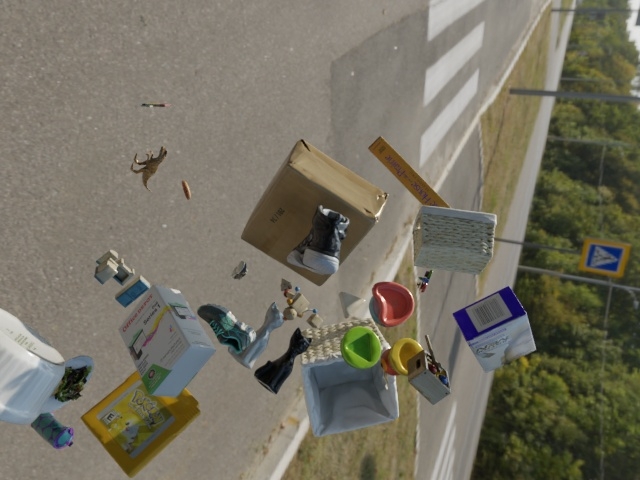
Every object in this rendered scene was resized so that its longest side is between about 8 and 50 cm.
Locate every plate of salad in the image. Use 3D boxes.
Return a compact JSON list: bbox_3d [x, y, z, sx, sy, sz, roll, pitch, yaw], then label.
[{"bbox_3d":[-0.740,0.425,1.540,0.200,0.048,0.199,-50,160,-25],"label":"plate of salad"}]

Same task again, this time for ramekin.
[{"bbox_3d":[-0.660,0.244,1.091,0.127,0.273,0.272,-51,150,-15],"label":"ramekin"}]

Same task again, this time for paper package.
[{"bbox_3d":[-0.024,-0.075,1.551,0.324,0.310,0.168,-53,-172,39],"label":"paper package"}]

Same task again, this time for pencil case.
[{"bbox_3d":[-0.790,0.555,1.557,0.070,0.152,0.064,-38,132,-40],"label":"pencil case"}]

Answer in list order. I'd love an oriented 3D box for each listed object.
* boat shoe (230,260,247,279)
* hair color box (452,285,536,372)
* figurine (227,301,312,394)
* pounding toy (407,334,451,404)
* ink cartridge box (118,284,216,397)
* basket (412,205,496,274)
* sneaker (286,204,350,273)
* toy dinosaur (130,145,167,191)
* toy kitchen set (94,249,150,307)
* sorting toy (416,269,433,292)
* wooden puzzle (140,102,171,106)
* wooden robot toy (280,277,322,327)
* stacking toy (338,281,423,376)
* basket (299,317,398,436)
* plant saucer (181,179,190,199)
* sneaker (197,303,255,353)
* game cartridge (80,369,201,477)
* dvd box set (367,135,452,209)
[{"bbox_3d":[-0.263,0.103,1.753,0.125,0.038,0.046,-42,-149,54],"label":"boat shoe"},{"bbox_3d":[0.539,0.283,1.616,0.339,0.185,0.110,47,17,-54],"label":"hair color box"},{"bbox_3d":[-0.143,0.320,1.602,0.209,0.092,0.214,-49,121,-21],"label":"figurine"},{"bbox_3d":[0.331,0.389,1.600,0.100,0.130,0.141,-42,-169,20],"label":"pounding toy"},{"bbox_3d":[-0.473,0.301,1.605,0.201,0.278,0.117,-50,144,9],"label":"ink cartridge box"},{"bbox_3d":[0.289,0.002,1.156,0.113,0.168,0.103,93,5,-62],"label":"basket"},{"bbox_3d":[0.000,0.000,1.307,0.153,0.101,0.269,-70,-166,-8],"label":"sneaker"},{"bbox_3d":[-0.605,-0.243,1.842,0.211,0.112,0.064,-47,-147,33],"label":"toy dinosaur"},{"bbox_3d":[-0.720,0.159,1.869,0.122,0.166,0.207,-39,119,-1],"label":"toy kitchen set"},{"bbox_3d":[0.402,0.152,2.052,0.101,0.042,0.061,-66,167,-1],"label":"sorting toy"},{"bbox_3d":[-0.347,-0.285,1.109,0.083,0.050,0.006,-105,-164,-72],"label":"wooden puzzle"},{"bbox_3d":[-0.072,0.181,1.377,0.079,0.076,0.173,-51,125,-24],"label":"wooden robot toy"},{"bbox_3d":[0.177,0.299,1.730,0.130,0.280,0.308,129,-40,-63],"label":"stacking toy"},{"bbox_3d":[0.095,0.495,1.965,0.266,0.332,0.328,-108,-172,-68],"label":"basket"},{"bbox_3d":[-0.548,-0.207,2.159,0.013,0.083,0.083,-18,124,-22],"label":"plant saucer"},{"bbox_3d":[-0.244,0.224,1.336,0.065,0.167,0.076,-53,-173,36],"label":"sneaker"},{"bbox_3d":[-0.629,0.616,1.873,0.324,0.285,0.052,-42,160,-26],"label":"game cartridge"},{"bbox_3d":[0.337,-0.157,1.744,0.062,0.420,0.308,-44,173,11],"label":"dvd box set"}]
